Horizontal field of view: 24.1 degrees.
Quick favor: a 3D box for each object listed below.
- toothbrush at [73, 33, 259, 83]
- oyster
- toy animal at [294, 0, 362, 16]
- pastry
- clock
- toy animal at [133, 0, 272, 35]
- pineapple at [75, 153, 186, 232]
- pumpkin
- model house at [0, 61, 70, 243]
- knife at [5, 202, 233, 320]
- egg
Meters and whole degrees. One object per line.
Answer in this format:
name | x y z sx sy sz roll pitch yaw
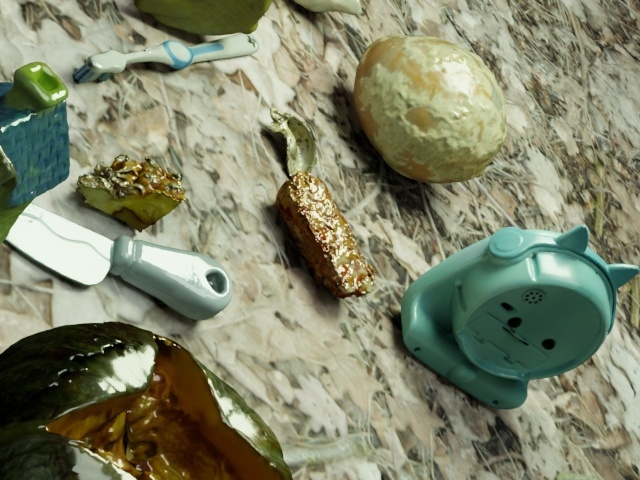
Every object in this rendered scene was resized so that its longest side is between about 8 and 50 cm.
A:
toothbrush | -0.168 -0.226 1.801 0.040 0.040 0.386 58 30 4
oyster | -0.042 -0.117 1.892 0.081 0.038 0.083 26 66 -24
toy animal | -0.005 -0.381 2.035 0.266 0.308 0.188 -14 113 -26
pastry | 0.002 -0.001 1.802 0.087 0.063 0.169 -22 83 -50
clock | 0.253 0.085 1.854 0.224 0.274 0.094 33 37 -29
toy animal | -0.175 -0.428 1.866 0.180 0.181 0.363 11 52 -61
pineapple | -0.210 -0.049 1.562 0.114 0.077 0.114 4 22 -40
pumpkin | -0.162 0.213 1.228 0.320 0.192 0.320 32 38 -30
model house | -0.324 -0.086 1.297 0.195 0.189 0.214 58 34 1
knife | -0.228 0.013 1.493 0.331 0.044 0.080 22 51 -34
egg | 0.148 -0.182 2.054 0.233 0.195 0.195 39 31 1
